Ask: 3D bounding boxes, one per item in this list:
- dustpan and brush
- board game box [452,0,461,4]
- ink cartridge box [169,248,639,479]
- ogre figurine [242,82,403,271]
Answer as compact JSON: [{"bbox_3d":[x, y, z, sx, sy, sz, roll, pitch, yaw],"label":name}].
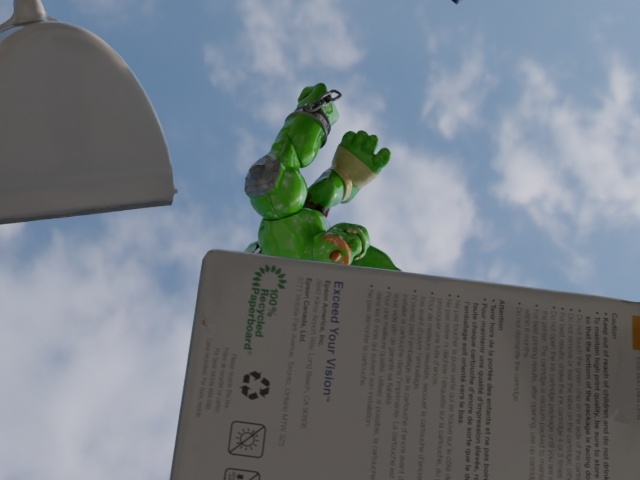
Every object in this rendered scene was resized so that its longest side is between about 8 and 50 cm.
[{"bbox_3d":[-0.180,-0.119,0.846,0.147,0.060,0.211,-8,-89,-28],"label":"dustpan and brush"},{"bbox_3d":[0.081,-0.304,0.949,0.042,0.243,0.165,-39,-105,-21],"label":"board game box"},{"bbox_3d":[0.074,0.178,0.738,0.330,0.071,0.324,8,-117,-2],"label":"ink cartridge box"},{"bbox_3d":[0.000,0.000,0.927,0.096,0.197,0.118,15,-153,26],"label":"ogre figurine"}]
